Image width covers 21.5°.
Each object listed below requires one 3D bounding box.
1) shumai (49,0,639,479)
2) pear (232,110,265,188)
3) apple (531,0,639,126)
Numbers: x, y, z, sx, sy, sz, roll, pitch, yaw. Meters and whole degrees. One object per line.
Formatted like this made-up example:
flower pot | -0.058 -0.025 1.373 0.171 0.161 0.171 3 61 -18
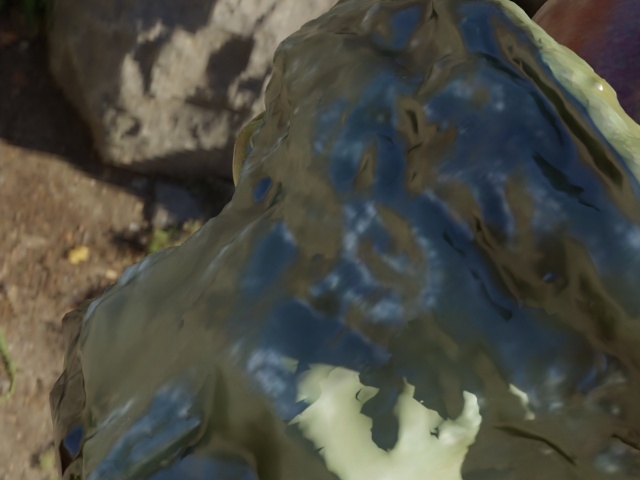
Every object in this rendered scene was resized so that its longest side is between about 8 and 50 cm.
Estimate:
shumai | 0.036 0.075 0.828 0.323 0.324 0.397 -35 44 -3
pear | -0.011 -0.045 1.041 0.092 0.097 0.092 -16 55 25
apple | 0.283 -0.058 1.315 0.348 0.277 0.348 14 62 -28
